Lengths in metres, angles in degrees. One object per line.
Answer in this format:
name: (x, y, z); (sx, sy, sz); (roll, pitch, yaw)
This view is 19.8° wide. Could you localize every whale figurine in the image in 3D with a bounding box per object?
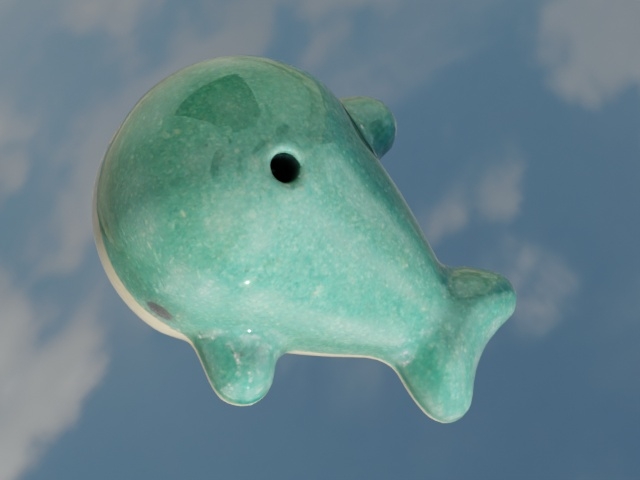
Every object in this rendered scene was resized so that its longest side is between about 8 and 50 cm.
whale figurine: (0.000, 0.000, 1.089); (0.216, 0.272, 0.141); (-61, -170, -22)
